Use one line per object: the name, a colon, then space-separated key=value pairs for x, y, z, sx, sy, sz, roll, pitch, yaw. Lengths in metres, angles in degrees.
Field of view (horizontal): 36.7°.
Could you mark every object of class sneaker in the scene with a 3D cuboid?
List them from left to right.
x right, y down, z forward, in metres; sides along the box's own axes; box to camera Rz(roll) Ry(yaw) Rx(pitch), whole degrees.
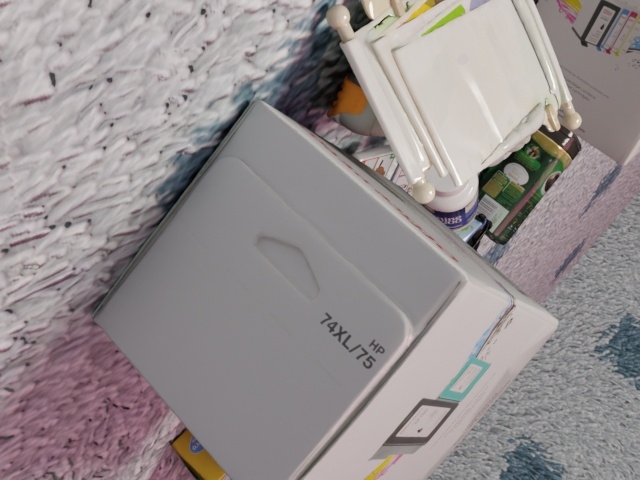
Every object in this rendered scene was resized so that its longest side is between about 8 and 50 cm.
sneaker: x=0.109 y=-0.115 z=0.778 sx=0.262 sy=0.121 sz=0.099 roll=-22 pitch=146 yaw=-56

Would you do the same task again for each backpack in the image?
backpack: x=0.135 y=0.013 z=1.153 sx=0.114 sy=0.084 sz=0.105 roll=-47 pitch=163 yaw=-24

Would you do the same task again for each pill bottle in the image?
pill bottle: x=0.139 y=-0.056 z=1.056 sx=0.067 sy=0.067 sz=0.120 roll=-49 pitch=162 yaw=-6

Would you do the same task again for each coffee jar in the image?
coffee jar: x=0.268 y=-0.087 z=1.287 sx=0.184 sy=0.079 sz=0.096 roll=-52 pitch=160 yaw=7

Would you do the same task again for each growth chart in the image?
growth chart: x=0.109 y=-0.132 z=0.719 sx=0.237 sy=0.172 sz=0.021 roll=-29 pitch=-169 yaw=-40

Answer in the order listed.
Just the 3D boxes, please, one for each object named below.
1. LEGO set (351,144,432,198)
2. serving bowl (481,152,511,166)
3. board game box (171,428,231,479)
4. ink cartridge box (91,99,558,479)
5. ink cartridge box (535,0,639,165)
LEGO set: x=0.000 y=0.000 z=0.907 sx=0.182 sy=0.060 sz=0.244 roll=-18 pitch=144 yaw=-39
serving bowl: x=0.228 y=-0.123 z=1.203 sx=0.083 sy=0.027 sz=0.083 roll=-44 pitch=162 yaw=-18
board game box: x=-0.021 y=0.170 z=1.122 sx=0.316 sy=0.064 sz=0.242 roll=-45 pitch=162 yaw=-16
ink cartridge box: x=0.018 y=0.059 z=0.723 sx=0.197 sy=0.198 sz=0.270 roll=-51 pitch=154 yaw=8
ink cartridge box: x=0.332 y=-0.238 z=0.994 sx=0.171 sy=0.168 sz=0.233 roll=-36 pitch=157 yaw=-40
